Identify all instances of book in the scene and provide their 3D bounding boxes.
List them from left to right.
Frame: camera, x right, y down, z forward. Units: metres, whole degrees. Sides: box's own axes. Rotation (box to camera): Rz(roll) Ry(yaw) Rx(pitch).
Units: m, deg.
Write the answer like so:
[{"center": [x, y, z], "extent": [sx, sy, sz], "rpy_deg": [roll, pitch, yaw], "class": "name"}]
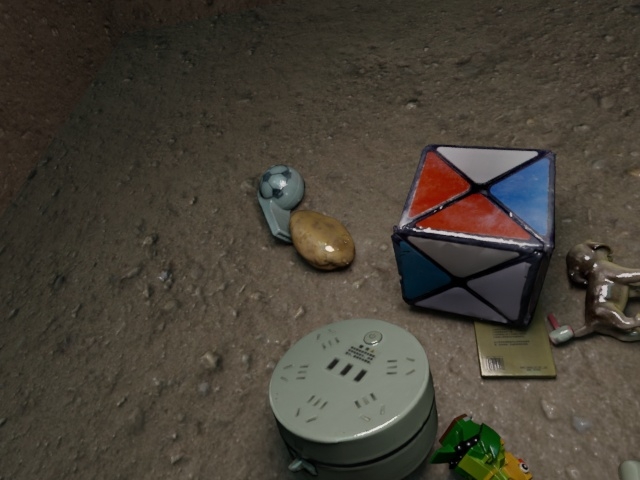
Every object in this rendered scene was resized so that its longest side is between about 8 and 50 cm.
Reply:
[{"center": [0.447, 0.210, 1.020], "extent": [0.161, 0.026, 0.231], "rpy_deg": [-4, 55, 15], "class": "book"}]

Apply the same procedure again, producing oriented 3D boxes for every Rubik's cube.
[{"center": [0.360, -0.011, 1.007], "extent": [0.306, 0.310, 0.305], "rpy_deg": [7, 54, 23], "class": "Rubik's cube"}]

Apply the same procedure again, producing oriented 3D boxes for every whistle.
[{"center": [-0.113, -0.144, 1.374], "extent": [0.163, 0.163, 0.290], "rpy_deg": [-26, 53, -1], "class": "whistle"}]

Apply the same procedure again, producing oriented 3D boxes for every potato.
[{"center": [-0.003, 0.002, 1.249], "extent": [0.234, 0.128, 0.161], "rpy_deg": [26, 45, 17], "class": "potato"}]

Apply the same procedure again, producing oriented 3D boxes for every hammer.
[{"center": [0.543, 0.199, 0.986], "extent": [0.052, 0.031, 0.083], "rpy_deg": [-33, 24, 20], "class": "hammer"}]

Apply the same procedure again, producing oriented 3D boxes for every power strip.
[{"center": [0.062, 0.330, 0.893], "extent": [0.357, 0.162, 0.357], "rpy_deg": [-12, 26, 6], "class": "power strip"}]

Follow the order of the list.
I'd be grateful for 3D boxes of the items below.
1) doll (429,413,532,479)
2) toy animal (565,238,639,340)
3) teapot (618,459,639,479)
[{"center": [0.322, 0.435, 0.848], "extent": [0.186, 0.106, 0.134], "rpy_deg": [29, 27, 16], "class": "doll"}, {"center": [0.652, 0.111, 0.970], "extent": [0.168, 0.121, 0.233], "rpy_deg": [-3, 64, 36], "class": "toy animal"}, {"center": [0.539, 0.540, 0.682], "extent": [0.318, 0.149, 0.220], "rpy_deg": [-47, 49, -15], "class": "teapot"}]
